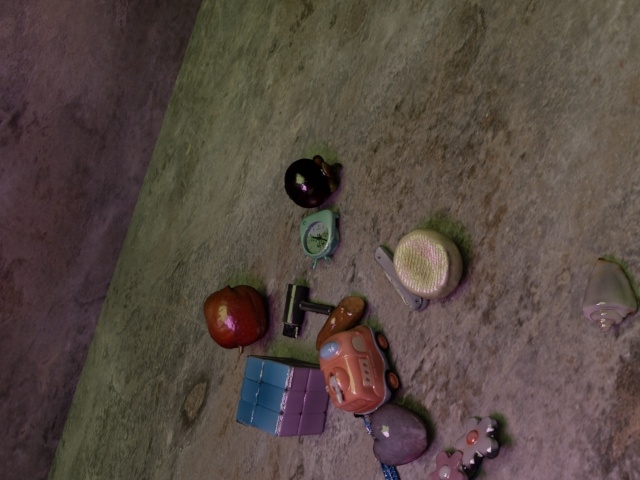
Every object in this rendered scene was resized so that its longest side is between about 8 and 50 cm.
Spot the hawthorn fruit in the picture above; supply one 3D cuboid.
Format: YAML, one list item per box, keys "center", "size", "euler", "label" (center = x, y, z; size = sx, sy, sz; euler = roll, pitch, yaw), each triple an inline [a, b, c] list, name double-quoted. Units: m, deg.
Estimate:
- center: [-0.329, 0.297, 1.890]
  size: [0.262, 0.258, 0.258]
  euler: [47, 114, 1]
  label: "hawthorn fruit"

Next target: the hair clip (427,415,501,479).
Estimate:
- center: [0.375, 0.566, 1.254]
  size: [0.257, 0.075, 0.146]
  euler: [-46, 20, 6]
  label: "hair clip"

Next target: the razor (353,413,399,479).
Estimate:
- center: [0.183, 0.632, 1.457]
  size: [0.082, 0.042, 0.253]
  euler: [-20, 59, -4]
  label: "razor"

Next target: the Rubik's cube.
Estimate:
- center: [-0.120, 0.522, 1.638]
  size: [0.231, 0.221, 0.225]
  euler: [1, 78, 42]
  label: "Rubik's cube"

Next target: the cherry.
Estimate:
- center: [0.220, 0.550, 1.381]
  size: [0.176, 0.140, 0.176]
  euler: [-2, 83, 13]
  label: "cherry"

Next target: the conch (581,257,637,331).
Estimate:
- center: [0.681, 0.131, 1.143]
  size: [0.104, 0.094, 0.176]
  euler: [-20, 37, 51]
  label: "conch"

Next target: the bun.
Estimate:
- center: [0.329, 0.068, 1.440]
  size: [0.222, 0.127, 0.222]
  euler: [0, 90, 39]
  label: "bun"

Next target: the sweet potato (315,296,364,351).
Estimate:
- center: [0.056, 0.287, 1.637]
  size: [0.252, 0.097, 0.097]
  euler: [-52, 49, 23]
  label: "sweet potato"

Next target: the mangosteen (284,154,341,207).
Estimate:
- center: [-0.023, -0.227, 1.814]
  size: [0.230, 0.194, 0.194]
  euler: [-26, 58, 5]
  label: "mangosteen"

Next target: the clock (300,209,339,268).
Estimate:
- center: [0.000, 0.000, 1.791]
  size: [0.159, 0.066, 0.211]
  euler: [-17, 67, 38]
  label: "clock"

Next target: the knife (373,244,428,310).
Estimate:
- center: [0.250, 0.121, 1.546]
  size: [0.073, 0.040, 0.265]
  euler: [-57, 48, 28]
  label: "knife"

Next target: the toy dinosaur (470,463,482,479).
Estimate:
- center: [0.308, 0.716, 1.291]
  size: [0.329, 0.076, 0.144]
  euler: [-40, 22, 28]
  label: "toy dinosaur"

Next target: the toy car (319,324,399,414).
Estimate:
- center: [0.096, 0.390, 1.481]
  size: [0.180, 0.212, 0.270]
  euler: [-35, 52, 30]
  label: "toy car"

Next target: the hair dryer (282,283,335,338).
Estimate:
- center: [-0.030, 0.267, 1.744]
  size: [0.248, 0.078, 0.195]
  euler: [4, 82, 37]
  label: "hair dryer"
